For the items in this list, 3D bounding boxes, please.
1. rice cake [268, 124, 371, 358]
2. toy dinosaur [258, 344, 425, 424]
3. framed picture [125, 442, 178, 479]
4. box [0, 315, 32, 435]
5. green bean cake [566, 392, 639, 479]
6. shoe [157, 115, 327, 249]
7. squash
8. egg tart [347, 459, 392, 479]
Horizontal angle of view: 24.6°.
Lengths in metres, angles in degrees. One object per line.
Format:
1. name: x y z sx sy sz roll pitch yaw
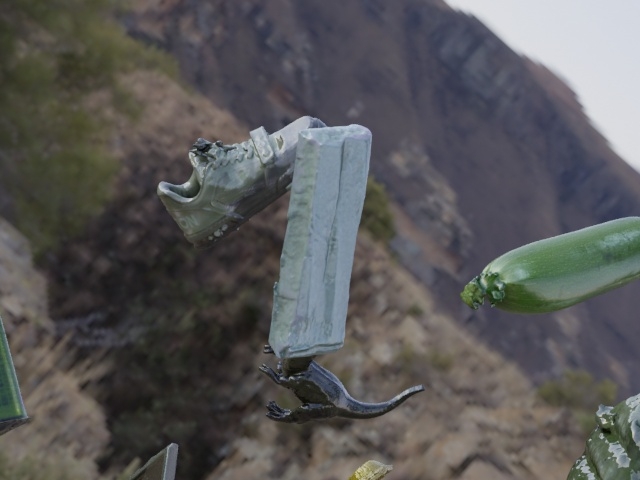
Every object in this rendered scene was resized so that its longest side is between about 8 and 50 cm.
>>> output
1. rice cake: 0.000 0.000 1.403 0.040 0.226 0.085 15 10 42
2. toy dinosaur: 0.020 0.169 1.784 0.187 0.179 0.087 68 26 -48
3. framed picture: -0.259 0.396 1.784 0.016 0.289 0.213 24 46 -24
4. box: -0.514 0.117 2.120 0.097 0.134 0.345 -7 73 -41
5. green bean cake: 0.300 0.258 1.250 0.222 0.227 0.125 35 3 0
6. shoe: -0.135 -0.123 2.351 0.149 0.293 0.109 45 8 -27
7. squash: 0.339 0.038 1.991 0.378 0.101 0.101 -12 42 -37
8. egg tart: 0.078 0.413 2.548 0.039 0.105 0.105 48 4 12
